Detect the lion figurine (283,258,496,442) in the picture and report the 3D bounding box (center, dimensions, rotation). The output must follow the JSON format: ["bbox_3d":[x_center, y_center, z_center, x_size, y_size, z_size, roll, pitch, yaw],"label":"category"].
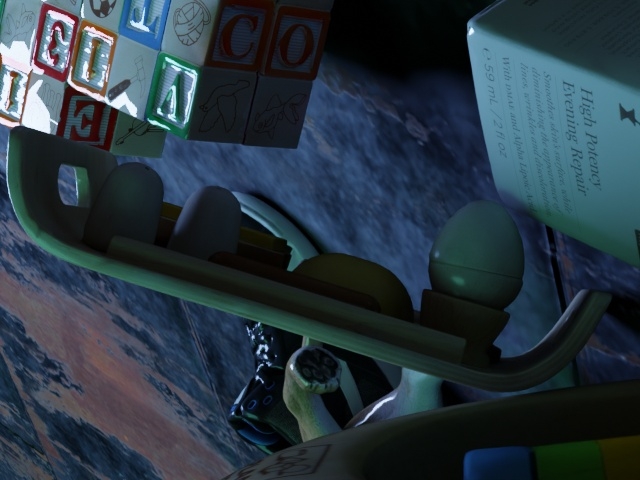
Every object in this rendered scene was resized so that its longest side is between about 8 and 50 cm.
[{"bbox_3d":[0.102,0.200,1.244,0.392,0.142,0.240,47,152,17],"label":"lion figurine"}]

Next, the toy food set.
[{"bbox_3d":[0.000,0.000,1.006,0.306,0.092,0.220,18,-179,5],"label":"toy food set"}]

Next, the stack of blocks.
[{"bbox_3d":[-0.128,-0.141,1.174,0.297,0.087,0.171,25,107,45],"label":"stack of blocks"}]

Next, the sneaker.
[{"bbox_3d":[-0.037,0.073,1.343,0.217,0.121,0.079,49,154,10],"label":"sneaker"}]

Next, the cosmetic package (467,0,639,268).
[{"bbox_3d":[0.182,-0.041,0.865,0.231,0.085,0.117,29,146,44],"label":"cosmetic package"}]

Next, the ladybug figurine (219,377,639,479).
[{"bbox_3d":[0.140,0.158,0.800,0.305,0.449,0.162,-41,-56,-79],"label":"ladybug figurine"}]
